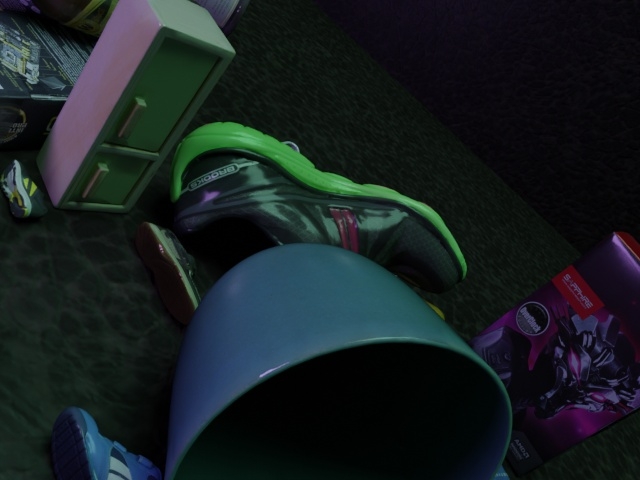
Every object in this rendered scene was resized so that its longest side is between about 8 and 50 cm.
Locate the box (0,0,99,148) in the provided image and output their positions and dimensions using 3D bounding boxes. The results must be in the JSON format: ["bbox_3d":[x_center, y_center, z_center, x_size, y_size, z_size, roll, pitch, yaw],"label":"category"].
[{"bbox_3d":[-0.439,-0.297,0.766,0.395,0.097,0.318,49,26,9],"label":"box"}]

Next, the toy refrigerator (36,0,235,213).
[{"bbox_3d":[-0.223,-0.151,0.657,0.102,0.269,0.094,3,48,-52],"label":"toy refrigerator"}]

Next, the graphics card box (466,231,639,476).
[{"bbox_3d":[0.415,0.189,0.912,0.094,0.371,0.233,8,45,-48],"label":"graphics card box"}]

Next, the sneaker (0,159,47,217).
[{"bbox_3d":[-0.339,-0.056,0.638,0.035,0.031,0.083,23,36,-58],"label":"sneaker"}]

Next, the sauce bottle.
[{"bbox_3d":[-0.315,-0.342,0.776,0.344,0.111,0.111,1,49,-55],"label":"sauce bottle"}]

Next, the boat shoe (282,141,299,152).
[{"bbox_3d":[-0.100,-0.114,0.965,0.095,0.084,0.258,38,28,-10],"label":"boat shoe"}]

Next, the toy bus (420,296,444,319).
[{"bbox_3d":[0.133,0.156,0.832,0.191,0.104,0.202,12,29,-41],"label":"toy bus"}]

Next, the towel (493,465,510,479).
[{"bbox_3d":[0.186,0.341,0.772,0.243,0.040,0.336,16,36,-39],"label":"towel"}]

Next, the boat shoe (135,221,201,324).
[{"bbox_3d":[-0.176,0.035,0.689,0.049,0.056,0.152,-4,53,-48],"label":"boat shoe"}]

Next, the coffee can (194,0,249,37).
[{"bbox_3d":[-0.308,-0.599,1.240,0.275,0.201,0.201,23,34,-33],"label":"coffee can"}]

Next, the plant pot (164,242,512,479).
[{"bbox_3d":[-0.008,0.137,0.544,0.293,0.293,0.235,26,19,-29],"label":"plant pot"}]

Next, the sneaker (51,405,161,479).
[{"bbox_3d":[-0.173,0.202,0.469,0.144,0.053,0.059,57,30,8],"label":"sneaker"}]

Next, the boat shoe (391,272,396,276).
[{"bbox_3d":[0.129,0.045,1.096,0.206,0.075,0.065,-31,119,-67],"label":"boat shoe"}]

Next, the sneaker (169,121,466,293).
[{"bbox_3d":[0.000,0.000,0.843,0.482,0.185,0.202,20,75,-19],"label":"sneaker"}]
